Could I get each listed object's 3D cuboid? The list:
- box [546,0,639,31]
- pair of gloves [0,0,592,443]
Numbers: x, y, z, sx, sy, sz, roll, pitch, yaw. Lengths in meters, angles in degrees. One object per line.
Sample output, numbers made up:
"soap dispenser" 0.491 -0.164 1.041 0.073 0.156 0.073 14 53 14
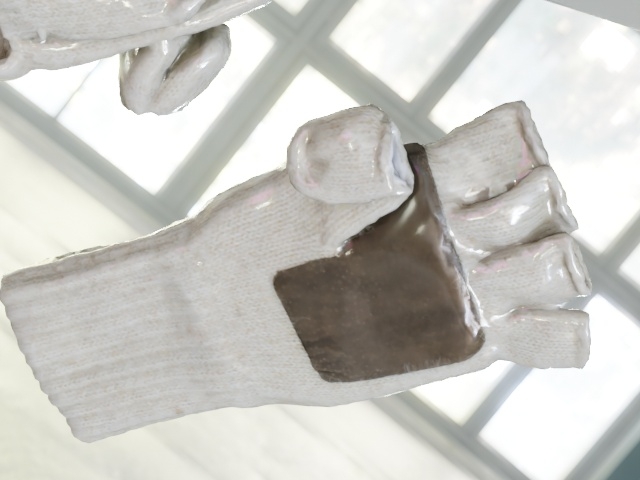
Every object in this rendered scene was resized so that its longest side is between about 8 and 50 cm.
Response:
"box" 0.126 -0.232 0.744 0.345 0.215 0.168 32 149 54
"pair of gloves" -0.028 -0.042 0.542 0.042 0.204 0.240 -81 -22 -61
